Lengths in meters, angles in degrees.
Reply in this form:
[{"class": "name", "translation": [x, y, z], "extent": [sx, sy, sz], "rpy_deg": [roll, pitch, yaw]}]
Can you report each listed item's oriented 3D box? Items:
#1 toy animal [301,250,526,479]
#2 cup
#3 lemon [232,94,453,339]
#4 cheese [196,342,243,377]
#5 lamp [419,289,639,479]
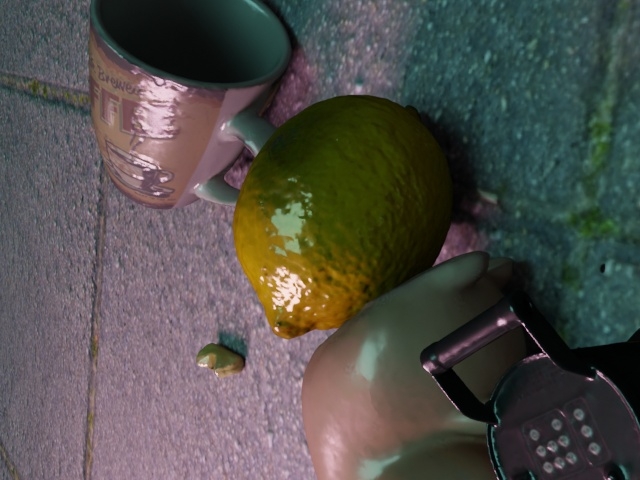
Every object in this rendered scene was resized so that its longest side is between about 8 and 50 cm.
[{"class": "toy animal", "translation": [0.098, 0.165, 0.605], "extent": [0.213, 0.195, 0.256], "rpy_deg": [-25, 71, 21]}, {"class": "cup", "translation": [-0.151, -0.143, 0.919], "extent": [0.301, 0.227, 0.257], "rpy_deg": [47, 142, 21]}, {"class": "lemon", "translation": [0.021, -0.028, 0.670], "extent": [0.188, 0.188, 0.256], "rpy_deg": [-3, 52, 53]}, {"class": "cheese", "translation": [-0.141, 0.167, 1.026], "extent": [0.083, 0.044, 0.030], "rpy_deg": [14, 119, 50]}, {"class": "lamp", "translation": [0.188, 0.114, 0.427], "extent": [0.147, 0.227, 0.172], "rpy_deg": [-43, 58, 45]}]
